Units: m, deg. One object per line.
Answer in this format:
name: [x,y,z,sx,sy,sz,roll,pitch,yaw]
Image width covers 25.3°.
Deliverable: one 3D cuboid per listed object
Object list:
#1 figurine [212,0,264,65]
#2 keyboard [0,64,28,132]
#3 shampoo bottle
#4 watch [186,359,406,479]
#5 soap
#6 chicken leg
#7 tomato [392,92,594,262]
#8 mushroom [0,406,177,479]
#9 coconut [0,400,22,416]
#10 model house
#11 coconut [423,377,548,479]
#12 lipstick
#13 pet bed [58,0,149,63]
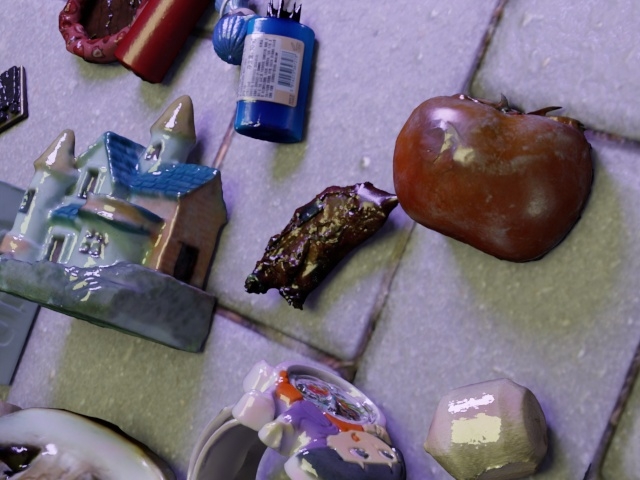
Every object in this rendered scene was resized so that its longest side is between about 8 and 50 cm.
figurine: [-0.116,-0.292,1.870,0.077,0.079,0.136,103,145,-51]
keyboard: [-0.573,-0.168,2.230,0.317,0.027,0.106,-25,58,29]
shampoo bottle: [-0.056,-0.216,1.790,0.050,0.087,0.183,126,152,-73]
watch: [-0.036,0.271,1.523,0.244,0.196,0.231,44,110,37]
soap: [-0.462,0.052,1.965,0.087,0.160,0.265,15,83,41]
chicken leg: [0.000,0.000,1.671,0.234,0.063,0.105,-44,56,17]
tomato: [0.165,-0.083,1.514,0.214,0.155,0.180,17,89,41]
mushroom: [-0.302,0.323,1.716,0.189,0.267,0.164,-78,-2,-65]
coconut: [-0.485,0.324,1.835,0.237,0.237,0.266,0,68,39]
model house: [-0.252,-0.053,1.819,0.267,0.194,0.325,11,78,42]
coconut: [0.162,0.199,1.438,0.124,0.110,0.110,-19,62,25]
lipstick: [-0.189,-0.329,1.940,0.080,0.080,0.241,41,102,41]
pet bed: [-0.290,-0.343,2.047,0.201,0.053,0.201,-12,66,30]
